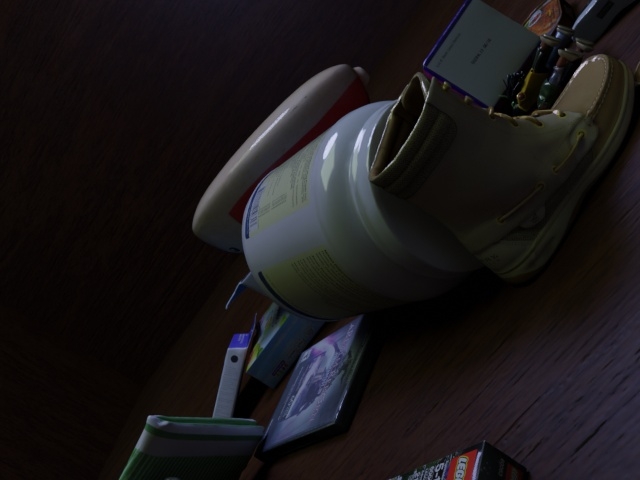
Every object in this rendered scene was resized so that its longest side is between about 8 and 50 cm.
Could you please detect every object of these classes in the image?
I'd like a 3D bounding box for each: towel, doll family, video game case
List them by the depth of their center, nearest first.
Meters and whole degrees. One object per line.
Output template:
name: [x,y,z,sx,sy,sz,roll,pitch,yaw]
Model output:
doll family: [0.272,-0.192,0.848,0.193,0.076,0.111,-32,-35,-51]
towel: [-0.230,0.397,1.000,0.247,0.038,0.325,25,-85,-56]
video game case: [0.001,0.213,1.028,0.274,0.026,0.196,-43,16,54]

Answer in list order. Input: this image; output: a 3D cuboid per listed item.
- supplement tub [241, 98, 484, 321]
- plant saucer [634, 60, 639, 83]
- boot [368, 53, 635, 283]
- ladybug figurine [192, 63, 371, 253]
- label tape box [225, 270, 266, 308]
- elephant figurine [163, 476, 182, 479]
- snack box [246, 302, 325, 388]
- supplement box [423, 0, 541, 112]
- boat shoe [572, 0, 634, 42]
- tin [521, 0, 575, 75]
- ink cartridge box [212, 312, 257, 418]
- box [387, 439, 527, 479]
supplement tub: [0.061,-0.030,0.870,0.324,0.235,0.236,-24,32,60]
plant saucer: [0.348,-0.185,0.690,0.083,0.015,0.083,-53,10,14]
boot: [0.182,-0.116,0.696,0.262,0.203,0.095,-59,14,-7]
ladybug figurine: [-0.054,-0.139,1.335,0.449,0.162,0.305,-47,-2,12]
label tape box: [0.000,0.000,1.286,0.348,0.115,0.249,-50,-3,33]
elephant figurine: [-0.169,0.423,0.839,0.239,0.185,0.170,37,129,45]
snack box: [-0.062,0.160,1.358,0.175,0.070,0.207,-53,12,15]
supplement box: [0.220,-0.232,0.986,0.111,0.113,0.220,-56,-8,4]
boat shoe: [0.373,-0.312,0.890,0.142,0.049,0.040,-49,11,43]
tin: [0.341,-0.314,1.079,0.106,0.040,0.190,-44,15,35]
ink cartridge box: [-0.175,0.254,1.429,0.206,0.045,0.209,-179,104,-86]
box: [0.061,0.272,0.494,0.159,0.044,0.233,-45,14,47]
